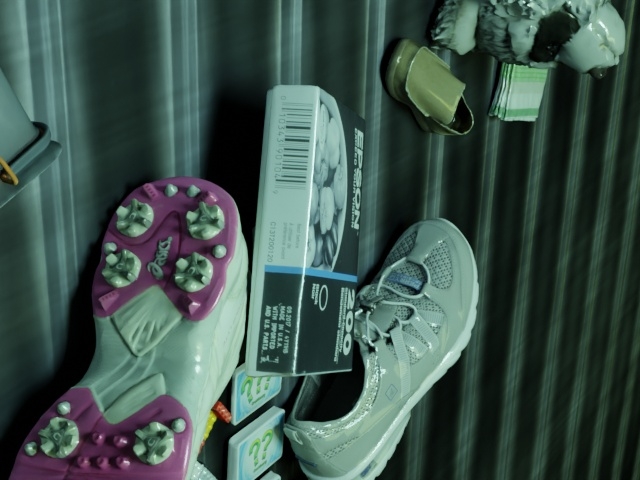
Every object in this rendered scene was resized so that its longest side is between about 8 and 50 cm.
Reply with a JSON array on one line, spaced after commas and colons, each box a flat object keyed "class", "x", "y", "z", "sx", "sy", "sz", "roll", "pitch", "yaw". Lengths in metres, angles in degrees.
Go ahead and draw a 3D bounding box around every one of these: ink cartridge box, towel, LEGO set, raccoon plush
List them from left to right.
[{"class": "LEGO set", "x": -0.082, "y": 0.206, "z": 1.033, "sx": 0.244, "sy": 0.060, "sz": 0.182, "roll": -29, "pitch": 128, "yaw": -56}, {"class": "ink cartridge box", "x": 0.000, "y": 0.000, "z": 0.990, "sx": 0.208, "sy": 0.045, "sz": 0.206, "roll": 13, "pitch": 80, "yaw": -75}, {"class": "towel", "x": 0.222, "y": -0.205, "z": 1.393, "sx": 0.113, "sy": 0.023, "sz": 0.152, "roll": -9, "pitch": 111, "yaw": -61}, {"class": "raccoon plush", "x": 0.213, "y": -0.373, "z": 1.196, "sx": 0.216, "sy": 0.299, "sz": 0.446, "roll": 5, "pitch": 69, "yaw": -46}]

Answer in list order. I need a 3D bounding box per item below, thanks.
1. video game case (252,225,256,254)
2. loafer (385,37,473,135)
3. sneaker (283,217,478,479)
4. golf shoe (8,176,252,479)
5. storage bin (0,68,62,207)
[{"class": "video game case", "x": -0.018, "y": 0.005, "z": 1.086, "sx": 0.122, "sy": 0.011, "sz": 0.087, "roll": -37, "pitch": 135, "yaw": -48}, {"class": "loafer", "x": 0.104, "y": -0.139, "z": 1.182, "sx": 0.148, "sy": 0.050, "sz": 0.056, "roll": 35, "pitch": 74, "yaw": -61}, {"class": "sneaker", "x": 0.059, "y": 0.090, "z": 1.172, "sx": 0.281, "sy": 0.105, "sz": 0.115, "roll": -64, "pitch": 144, "yaw": -23}, {"class": "golf shoe", "x": -0.111, "y": 0.115, "z": 0.864, "sx": 0.140, "sy": 0.115, "sz": 0.306, "roll": 60, "pitch": 47, "yaw": -64}, {"class": "storage bin", "x": -0.206, "y": -0.052, "z": 0.644, "sx": 0.135, "sy": 0.098, "sz": 0.091, "roll": -49, "pitch": 133, "yaw": -38}]
